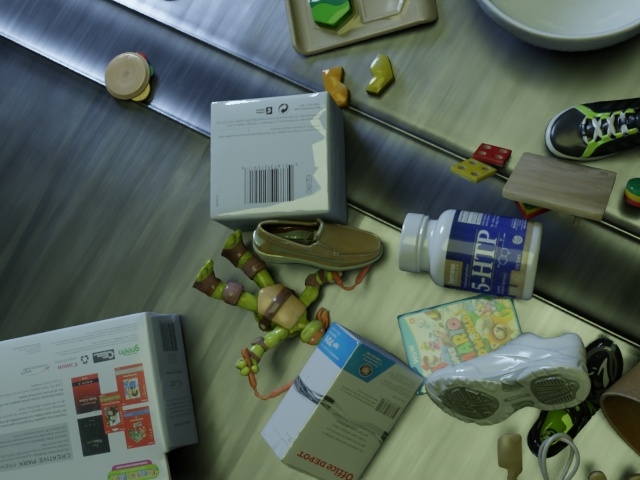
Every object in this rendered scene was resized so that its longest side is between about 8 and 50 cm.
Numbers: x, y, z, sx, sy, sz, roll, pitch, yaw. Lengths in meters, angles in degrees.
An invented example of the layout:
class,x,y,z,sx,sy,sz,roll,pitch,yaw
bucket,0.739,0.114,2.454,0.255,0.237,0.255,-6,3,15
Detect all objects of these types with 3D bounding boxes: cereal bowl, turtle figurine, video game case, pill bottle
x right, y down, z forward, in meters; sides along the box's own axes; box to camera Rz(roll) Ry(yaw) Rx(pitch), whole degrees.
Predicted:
class,x,y,z,sx,sy,sz,roll,pitch,yaw
cereal bowl,0.361,-0.420,1.216,0.339,0.141,0.338,-2,81,12
turtle figurine,-0.062,0.081,1.267,0.217,0.087,0.269,38,76,6
video game case,0.204,0.145,1.235,0.166,0.015,0.119,-15,79,10
pill bottle,0.208,0.016,1.202,0.187,0.112,0.111,8,84,14

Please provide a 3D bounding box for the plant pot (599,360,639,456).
class,x,y,z,sx,sy,sz,roll,pitch,yaw
plant pot,0.523,0.179,1.069,0.237,0.237,0.254,41,77,15

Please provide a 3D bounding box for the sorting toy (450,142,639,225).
class,x,y,z,sx,sy,sz,roll,pitch,yaw
sorting toy,0.319,-0.065,1.190,0.275,0.132,0.046,16,124,18

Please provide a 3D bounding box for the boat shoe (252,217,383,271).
class,x,y,z,sx,sy,sz,roll,pitch,yaw
boat shoe,0.000,0.000,1.226,0.190,0.072,0.068,0,55,-11

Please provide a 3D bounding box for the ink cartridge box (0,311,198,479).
class,x,y,z,sx,sy,sz,roll,pitch,yaw
ink cartridge box,-0.355,0.268,1.284,0.310,0.130,0.271,-12,81,11

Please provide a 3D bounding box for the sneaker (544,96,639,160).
class,x,y,z,sx,sy,sz,roll,pitch,yaw
sneaker,0.428,-0.168,1.187,0.235,0.097,0.084,-8,80,12

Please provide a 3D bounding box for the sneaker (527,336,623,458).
class,x,y,z,sx,sy,sz,roll,pitch,yaw
sneaker,0.346,0.217,1.159,0.067,0.078,0.188,36,91,15

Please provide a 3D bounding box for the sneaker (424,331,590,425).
class,x,y,z,sx,sy,sz,roll,pitch,yaw
sneaker,0.256,0.180,1.173,0.232,0.115,0.090,-12,118,29

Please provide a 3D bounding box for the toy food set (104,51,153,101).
class,x,y,z,sx,sy,sz,roll,pitch,yaw
toy food set,-0.313,-0.269,1.409,0.083,0.020,0.082,6,83,14

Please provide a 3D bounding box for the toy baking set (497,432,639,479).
class,x,y,z,sx,sy,sz,roll,pitch,yaw
toy baking set,0.323,0.360,1.135,0.256,0.030,0.196,26,100,1

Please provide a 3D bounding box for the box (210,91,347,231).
class,x,y,z,sx,sy,sz,roll,pitch,yaw
box,-0.060,-0.112,1.278,0.181,0.119,0.181,-3,81,12

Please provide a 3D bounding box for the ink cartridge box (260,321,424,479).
class,x,y,z,sx,sy,sz,roll,pitch,yaw
ink cartridge box,0.030,0.230,1.191,0.190,0.140,0.082,-56,35,1

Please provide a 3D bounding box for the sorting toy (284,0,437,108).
class,x,y,z,sx,sy,sz,roll,pitch,yaw
sorting toy,0.059,-0.367,1.328,0.229,0.041,0.307,-12,79,11
